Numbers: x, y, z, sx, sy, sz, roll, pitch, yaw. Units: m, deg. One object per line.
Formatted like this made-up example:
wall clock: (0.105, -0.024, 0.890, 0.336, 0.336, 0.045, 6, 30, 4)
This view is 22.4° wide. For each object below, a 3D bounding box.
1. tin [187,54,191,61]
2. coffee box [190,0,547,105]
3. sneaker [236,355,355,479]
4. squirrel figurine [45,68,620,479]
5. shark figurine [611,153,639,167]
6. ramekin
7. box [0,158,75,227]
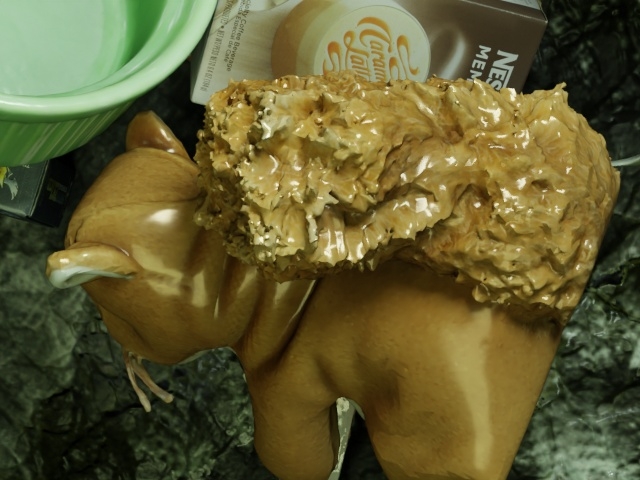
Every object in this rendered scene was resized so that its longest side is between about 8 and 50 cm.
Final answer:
tin: (-0.076, -0.228, 1.301, 0.106, 0.040, 0.189, 4, 116, 1)
coffee box: (0.034, -0.159, 1.260, 0.246, 0.098, 0.141, 12, 119, -11)
sneaker: (-0.023, 0.113, 1.428, 0.121, 0.108, 0.302, 10, 109, 3)
squirrel figurine: (0.000, 0.000, 1.168, 0.370, 0.281, 0.397, 22, 141, 7)
shark figurine: (0.281, -0.143, 1.246, 0.116, 0.278, 0.166, 11, 159, 43)
ramekin: (-0.237, -0.201, 1.188, 0.303, 0.303, 0.148, 32, 150, -9)
box: (-0.326, -0.072, 1.327, 0.233, 0.183, 0.059, 18, 88, -2)
